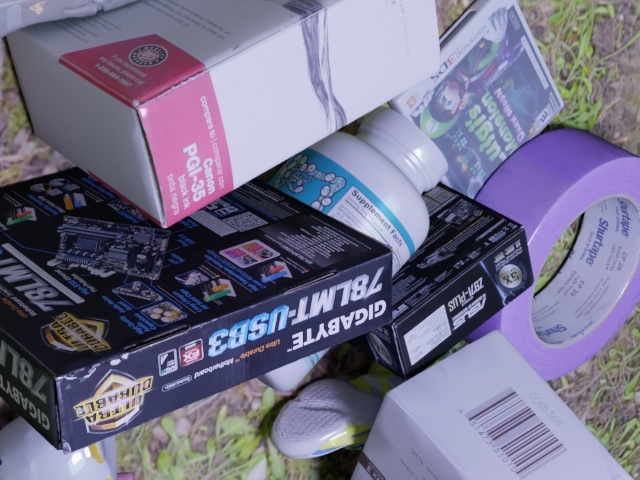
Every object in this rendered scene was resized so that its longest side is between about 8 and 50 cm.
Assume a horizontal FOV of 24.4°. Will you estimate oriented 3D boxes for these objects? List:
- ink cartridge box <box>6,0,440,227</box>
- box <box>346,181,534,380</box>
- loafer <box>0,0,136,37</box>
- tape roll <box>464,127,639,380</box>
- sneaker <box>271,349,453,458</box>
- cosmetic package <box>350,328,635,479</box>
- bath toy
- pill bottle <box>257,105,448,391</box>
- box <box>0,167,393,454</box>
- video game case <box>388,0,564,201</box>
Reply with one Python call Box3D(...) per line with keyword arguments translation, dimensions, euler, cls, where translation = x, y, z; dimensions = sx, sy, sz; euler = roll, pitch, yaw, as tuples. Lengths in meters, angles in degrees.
Box3D(translation=(-0.073, -0.154, 1.171), dimensions=(0.283, 0.207, 0.117), euler=(-31, 131, -26), cls="ink cartridge box")
Box3D(translation=(0.097, 0.035, 1.473), dimensions=(0.180, 0.147, 0.077), euler=(-36, 132, -23), cls="box")
Box3D(translation=(-0.252, -0.204, 1.071), dimensions=(0.319, 0.111, 0.112), euler=(-20, 166, -21), cls="loafer")
Box3D(translation=(0.265, 0.017, 1.640), dimensions=(0.275, 0.090, 0.275), euler=(-26, 133, -32), cls="tape roll")
Box3D(translation=(0.052, 0.199, 1.565), dimensions=(0.240, 0.091, 0.126), euler=(-24, 127, -32), cls="sneaker")
Box3D(translation=(0.144, 0.297, 1.521), dimensions=(0.156, 0.217, 0.385), euler=(-26, 150, -31), cls="cosmetic package")
Box3D(translation=(-0.223, 0.290, 1.352), dimensions=(0.129, 0.151, 0.348), euler=(-10, 126, 3), cls="bath toy")
Box3D(translation=(0.000, 0.000, 1.368), dimensions=(0.264, 0.146, 0.146), euler=(-48, 136, -11), cls="pill bottle")
Box3D(translation=(-0.146, 0.025, 1.143), dimensions=(0.293, 0.295, 0.073), euler=(-21, 123, -34), cls="box")
Box3D(translation=(0.165, -0.144, 1.526), dimensions=(0.173, 0.022, 0.190), euler=(-47, 135, -12), cls="video game case")
